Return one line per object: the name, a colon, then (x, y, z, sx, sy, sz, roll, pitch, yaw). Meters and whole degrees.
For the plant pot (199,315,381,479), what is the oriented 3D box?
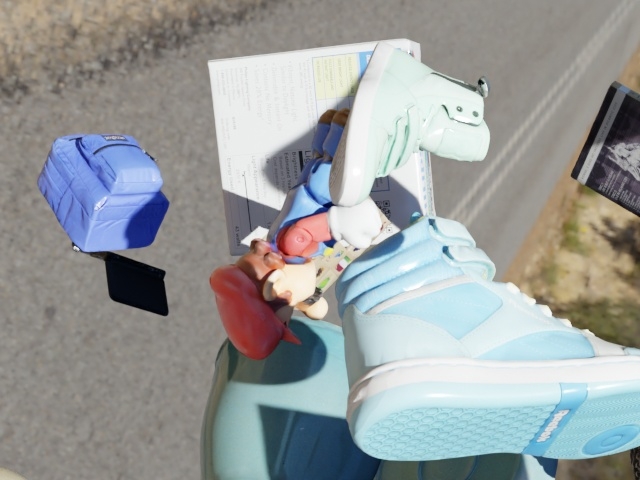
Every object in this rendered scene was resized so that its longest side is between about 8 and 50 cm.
plant pot: (-0.045, 0.287, 1.495, 0.255, 0.271, 0.272, -72, 166, -47)

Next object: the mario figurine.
mario figurine: (-0.004, 0.007, 1.380, 0.321, 0.170, 0.198, -61, 161, -1)

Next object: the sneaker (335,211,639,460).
sneaker: (0.158, 0.067, 0.923, 0.127, 0.319, 0.208, 119, -33, -44)

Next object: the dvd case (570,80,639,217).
dvd case: (0.430, -0.082, 1.378, 0.018, 0.221, 0.165, -44, 159, -35)

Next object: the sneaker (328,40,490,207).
sneaker: (0.100, -0.107, 1.138, 0.256, 0.151, 0.094, -69, 180, -49)

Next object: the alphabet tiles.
alphabet tiles: (0.000, 0.000, 1.656, 0.198, 0.009, 0.237, -46, 150, -1)

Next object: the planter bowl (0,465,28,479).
planter bowl: (-0.364, 0.333, 1.259, 0.162, 0.109, 0.162, 3, 86, -59)

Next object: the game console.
game console: (-0.296, 0.062, 1.686, 0.122, 0.107, 0.071, 25, 78, -49)

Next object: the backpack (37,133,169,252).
backpack: (-0.215, -0.059, 1.109, 0.098, 0.120, 0.101, 1, 125, -47)

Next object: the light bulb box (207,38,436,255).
light bulb box: (0.012, -0.170, 2.034, 0.225, 0.361, 0.358, -38, 123, -76)

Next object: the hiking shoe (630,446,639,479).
hiking shoe: (0.445, 0.215, 1.359, 0.086, 0.114, 0.227, -93, -178, -62)

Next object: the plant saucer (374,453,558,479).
plant saucer: (0.192, 0.331, 1.620, 0.044, 0.317, 0.318, 48, 55, -32)
